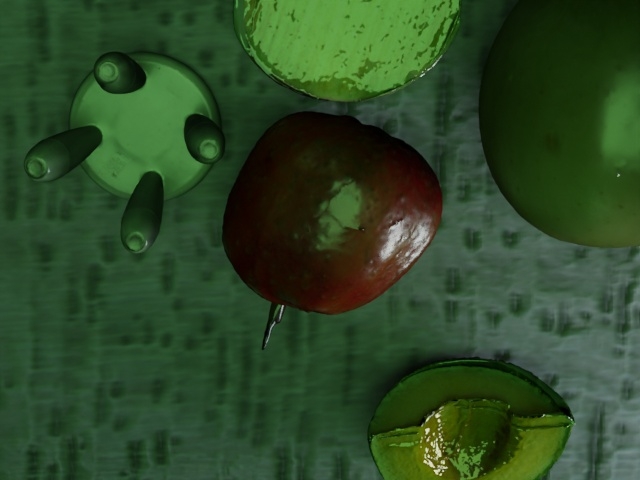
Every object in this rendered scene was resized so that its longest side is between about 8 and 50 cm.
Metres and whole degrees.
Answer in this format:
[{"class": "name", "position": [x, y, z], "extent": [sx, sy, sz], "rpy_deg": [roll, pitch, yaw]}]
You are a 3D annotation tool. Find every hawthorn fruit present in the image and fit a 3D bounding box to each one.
[{"class": "hawthorn fruit", "position": [0.000, 0.000, 1.384], "extent": [0.254, 0.254, 0.300], "rpy_deg": [22, 91, -6]}]

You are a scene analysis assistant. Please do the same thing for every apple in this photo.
[{"class": "apple", "position": [0.349, -0.159, 1.294], "extent": [0.357, 0.357, 0.357], "rpy_deg": [0, 107, 0]}]

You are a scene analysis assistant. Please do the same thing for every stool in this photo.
[{"class": "stool", "position": [-0.227, -0.120, 1.385], "extent": [0.195, 0.198, 0.195], "rpy_deg": [38, 104, -8]}]

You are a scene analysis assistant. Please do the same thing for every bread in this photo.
[{"class": "bread", "position": [0.034, -0.316, 1.403], "extent": [0.301, 0.045, 0.301], "rpy_deg": [0, 109, 0]}]

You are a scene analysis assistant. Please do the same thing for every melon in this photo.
[{"class": "melon", "position": [0.192, 0.259, 1.541], "extent": [0.265, 0.129, 0.169], "rpy_deg": [-6, 129, -1]}]
